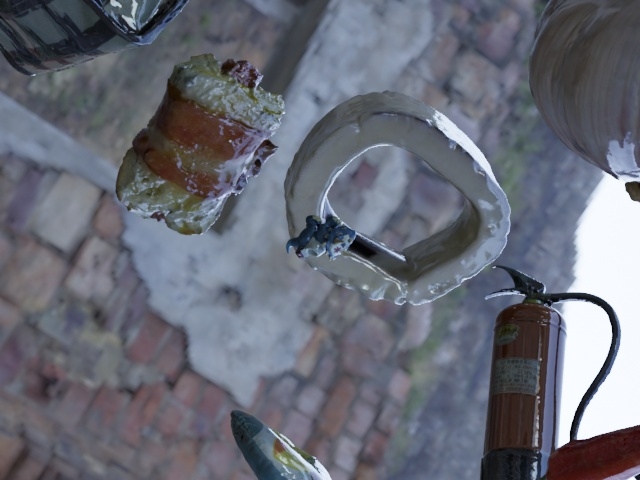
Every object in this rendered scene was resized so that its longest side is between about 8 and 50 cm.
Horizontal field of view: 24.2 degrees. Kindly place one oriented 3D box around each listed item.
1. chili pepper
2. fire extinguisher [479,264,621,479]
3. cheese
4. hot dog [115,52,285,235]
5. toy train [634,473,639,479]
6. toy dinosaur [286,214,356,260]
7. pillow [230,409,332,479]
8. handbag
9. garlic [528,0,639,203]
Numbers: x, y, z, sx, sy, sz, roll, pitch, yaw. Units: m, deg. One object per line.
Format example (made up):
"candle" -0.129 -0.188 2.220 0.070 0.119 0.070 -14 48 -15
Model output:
"chili pepper" 0.342 0.263 1.802 0.272 0.063 0.071 -33 -138 48
"fire extinguisher" 0.342 0.214 2.260 0.113 0.200 0.376 106 -9 -64
"cheese" 0.116 -0.057 2.297 0.292 0.332 0.153 -55 -169 15
"hot dog" -0.133 -0.107 1.646 0.213 0.146 0.103 -50 -161 20
"toy train" 0.476 0.274 1.879 0.227 0.136 0.091 -21 -103 54
"toy dinosaur" 0.000 0.000 1.596 0.083 0.030 0.047 4 -127 35
"pillow" -0.060 0.349 2.308 0.086 0.214 0.233 -44 157 -1
"handbag" -0.316 -0.333 1.554 0.162 0.327 0.325 -54 -156 -20
"garlic" 0.354 -0.161 1.493 0.241 0.322 0.322 -65 -164 -5
